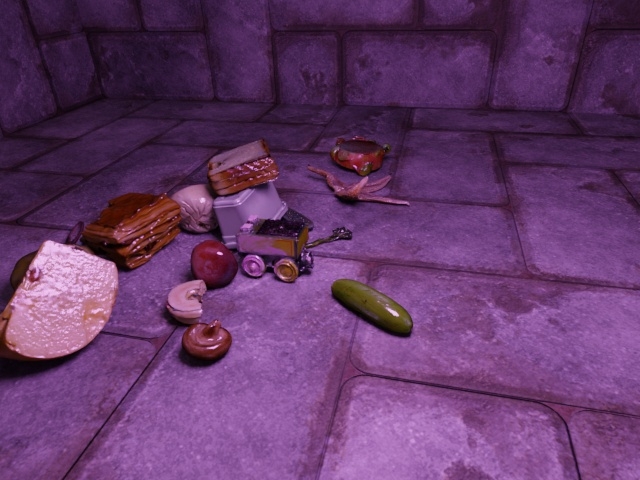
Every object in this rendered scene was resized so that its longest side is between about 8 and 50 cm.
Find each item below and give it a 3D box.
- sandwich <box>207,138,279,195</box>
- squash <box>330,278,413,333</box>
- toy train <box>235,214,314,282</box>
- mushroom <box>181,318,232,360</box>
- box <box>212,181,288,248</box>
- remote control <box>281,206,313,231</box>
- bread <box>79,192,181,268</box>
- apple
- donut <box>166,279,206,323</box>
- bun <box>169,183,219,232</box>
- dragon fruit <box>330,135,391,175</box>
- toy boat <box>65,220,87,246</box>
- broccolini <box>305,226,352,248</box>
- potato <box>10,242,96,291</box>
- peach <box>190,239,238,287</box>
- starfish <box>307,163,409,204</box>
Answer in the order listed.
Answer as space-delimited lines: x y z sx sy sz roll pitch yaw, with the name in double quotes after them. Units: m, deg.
-0.293 -0.269 1.670 0.249 0.095 0.273 -20 28 -4 "sandwich"
0.139 0.177 1.302 0.082 0.082 0.293 -27 39 -36 "squash"
-0.149 0.027 1.477 0.261 0.177 0.134 7 32 13 "toy train"
-0.296 0.261 1.188 0.126 0.085 0.109 19 64 6 "mushroom"
-0.267 -0.128 1.696 0.176 0.182 0.311 -3 32 24 "box"
-0.112 -0.087 1.797 0.072 0.042 0.222 -26 39 -31 "remote control"
-0.680 -0.039 1.618 0.370 0.191 0.314 6 36 36 "bread"
-0.731 0.169 1.219 0.315 0.252 0.308 7 68 9 "apple"
-0.393 0.185 1.337 0.108 0.065 0.166 -7 32 -8 "donut"
-0.456 -0.110 1.718 0.230 0.229 0.145 -11 73 -14 "bun"
0.198 -0.421 2.249 0.296 0.129 0.268 3 31 9 "dragon fruit"
-0.919 -0.007 1.713 0.080 0.045 0.228 -4 29 -12 "toy boat"
-0.002 -0.008 1.650 0.255 0.057 0.071 -12 -10 -22 "broccolini"
-0.840 0.090 1.444 0.229 0.148 0.197 -15 5 -10 "potato"
-0.329 0.074 1.455 0.152 0.151 0.152 -2 31 1 "peach"
0.159 -0.245 1.967 0.385 0.132 0.398 0 17 -11 "starfish"
